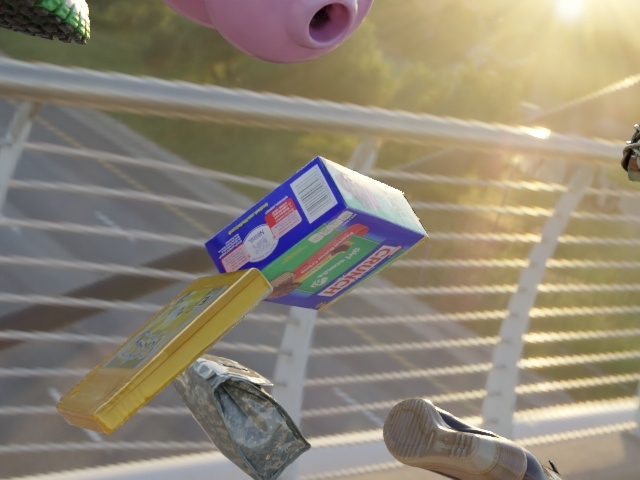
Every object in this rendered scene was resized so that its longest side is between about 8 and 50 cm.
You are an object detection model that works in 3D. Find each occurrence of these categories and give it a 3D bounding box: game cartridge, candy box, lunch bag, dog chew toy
[{"bbox_3d":[-0.249,0.165,1.693,0.323,0.053,0.285,-40,12,-23],"label":"game cartridge"},{"bbox_3d":[0.000,0.000,1.955,0.317,0.268,0.122,14,44,-59],"label":"candy box"},{"bbox_3d":[-0.189,0.363,2.424,0.287,0.169,0.235,56,-19,-26],"label":"lunch bag"},{"bbox_3d":[-0.067,-0.256,0.845,0.206,0.207,0.332,3,41,-39],"label":"dog chew toy"}]

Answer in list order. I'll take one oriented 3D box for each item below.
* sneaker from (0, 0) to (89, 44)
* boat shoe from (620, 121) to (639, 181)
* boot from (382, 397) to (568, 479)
[{"bbox_3d":[-0.290,-0.296,1.081,0.134,0.146,0.343,15,-12,2],"label":"sneaker"},{"bbox_3d":[0.432,-0.100,1.339,0.119,0.324,0.122,-13,3,-2],"label":"boat shoe"},{"bbox_3d":[0.214,0.298,1.473,0.206,0.090,0.248,31,-11,-26],"label":"boot"}]
